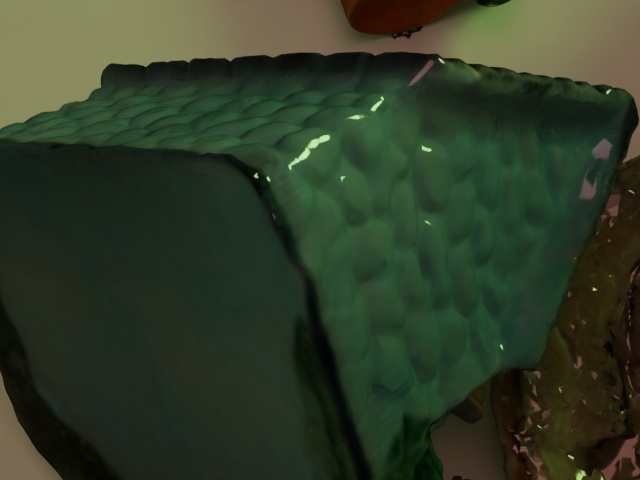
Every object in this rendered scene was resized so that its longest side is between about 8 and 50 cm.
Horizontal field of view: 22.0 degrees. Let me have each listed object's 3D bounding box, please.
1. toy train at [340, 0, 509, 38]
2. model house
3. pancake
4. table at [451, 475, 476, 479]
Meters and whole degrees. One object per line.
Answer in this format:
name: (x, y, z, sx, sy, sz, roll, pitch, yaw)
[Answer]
toy train: (0.059, -0.291, 1.294, 0.177, 0.116, 0.285, -21, 65, 7)
model house: (0.000, 0.000, 1.073, 0.360, 0.297, 0.339, 3, 31, 47)
pancake: (0.295, 0.109, 1.094, 0.387, 0.082, 0.387, 0, 72, 1)
table: (0.191, 0.275, 0.824, 0.282, 0.250, 0.196, 0, 52, 51)
